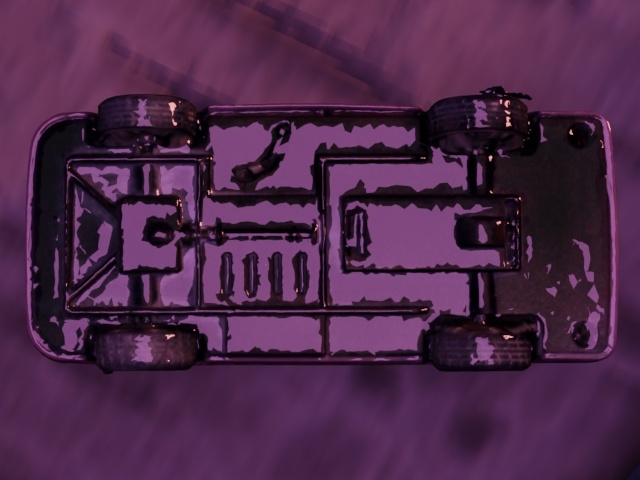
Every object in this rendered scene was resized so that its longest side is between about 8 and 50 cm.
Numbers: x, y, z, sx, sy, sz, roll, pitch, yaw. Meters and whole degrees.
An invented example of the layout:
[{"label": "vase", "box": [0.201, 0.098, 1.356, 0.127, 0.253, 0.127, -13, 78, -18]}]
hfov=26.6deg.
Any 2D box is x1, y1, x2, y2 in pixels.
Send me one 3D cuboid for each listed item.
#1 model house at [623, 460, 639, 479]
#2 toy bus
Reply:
[{"label": "model house", "box": [0.250, 0.093, 0.423, 0.237, 0.215, 0.303, 42, 89, -6]}, {"label": "toy bus", "box": [0.000, 0.000, 0.487, 0.199, 0.108, 0.096, 0, 86, -1]}]
